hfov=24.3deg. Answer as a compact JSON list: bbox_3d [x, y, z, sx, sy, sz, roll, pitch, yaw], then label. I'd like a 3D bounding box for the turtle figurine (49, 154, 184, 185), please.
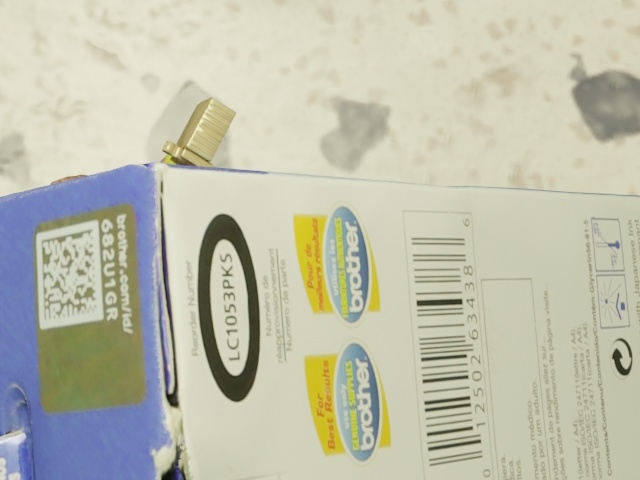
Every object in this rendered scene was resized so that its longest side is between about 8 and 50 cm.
[{"bbox_3d":[-0.171,0.024,0.731,0.217,0.087,0.270,0,61,-15],"label":"turtle figurine"}]

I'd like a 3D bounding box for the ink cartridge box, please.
[{"bbox_3d":[0.000,0.113,0.567,0.395,0.151,0.270,1,81,-49],"label":"ink cartridge box"}]

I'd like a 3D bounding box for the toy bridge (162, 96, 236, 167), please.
[{"bbox_3d":[0.000,0.000,0.754,0.188,0.026,0.063,31,75,-18],"label":"toy bridge"}]
